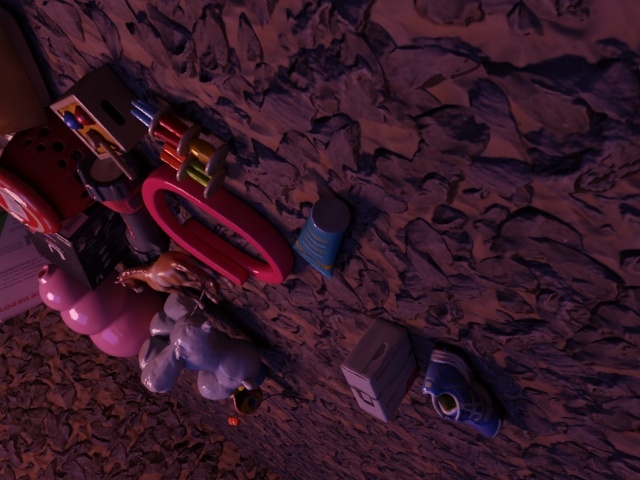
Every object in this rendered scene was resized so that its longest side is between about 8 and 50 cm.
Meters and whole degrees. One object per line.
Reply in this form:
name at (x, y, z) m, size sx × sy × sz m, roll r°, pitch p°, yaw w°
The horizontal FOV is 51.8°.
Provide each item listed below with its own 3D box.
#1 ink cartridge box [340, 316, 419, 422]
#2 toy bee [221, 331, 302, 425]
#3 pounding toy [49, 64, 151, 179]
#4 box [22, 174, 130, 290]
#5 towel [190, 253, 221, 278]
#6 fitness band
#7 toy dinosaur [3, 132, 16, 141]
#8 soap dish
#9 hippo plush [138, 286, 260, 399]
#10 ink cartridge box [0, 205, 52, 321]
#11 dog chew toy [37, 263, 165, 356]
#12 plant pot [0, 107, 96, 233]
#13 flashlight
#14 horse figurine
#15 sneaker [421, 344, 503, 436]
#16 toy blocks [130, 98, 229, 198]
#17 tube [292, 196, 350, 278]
ink cartridge box at (0.103, 0.216, 1.098) m, size 0.063 × 0.109 × 0.150 m, roll 22°, pitch 151°, yaw 34°
toy bee at (-0.203, 0.382, 1.691) m, size 0.298 × 0.162 × 0.195 m, roll 34°, pitch 152°, yaw 5°
pounding toy at (-0.322, -0.170, 0.990) m, size 0.130 × 0.100 × 0.141 m, roll 0°, pitch 136°, yaw 51°
box at (-0.532, -0.029, 1.432) m, size 0.165 × 0.143 × 0.270 m, roll 33°, pitch 154°, yaw 7°
towel at (-0.220, 0.031, 1.278) m, size 0.067 × 0.029 × 0.119 m, roll 30°, pitch 152°, yaw 7°
fitness band at (-0.175, -0.020, 1.121) m, size 0.290 × 0.054 × 0.209 m, roll 33°, pitch 151°, yaw 6°
toy dinosaur at (-0.695, -0.276, 1.323) m, size 0.268 × 0.064 × 0.118 m, roll 37°, pitch 161°, yaw 7°
soap dish at (-0.602, -0.315, 1.075) m, size 0.290 × 0.118 × 0.229 m, roll 31°, pitch 154°, yaw 13°
hippo plush at (-0.257, 0.243, 1.544) m, size 0.236 × 0.234 × 0.294 m, roll 31°, pitch 117°, yaw -31°
ink cartridge box at (-0.760, 0.027, 1.612) m, size 0.121 × 0.211 × 0.289 m, roll 33°, pitch 134°, yaw 34°
dog chew toy at (-0.546, 0.155, 1.637) m, size 0.206 × 0.207 × 0.332 m, roll 6°, pitch 155°, yaw 46°
plant pot at (-0.502, -0.118, 1.220) m, size 0.191 × 0.174 × 0.191 m, roll 26°, pitch 153°, yaw 15°
flashlight at (-0.357, -0.059, 1.229) m, size 0.103 × 0.103 × 0.304 m, roll -4°, pitch 154°, yaw -3°
horse figurine at (-0.281, 0.076, 1.299) m, size 0.174 × 0.066 × 0.263 m, roll 33°, pitch 152°, yaw -23°
sneaker at (0.222, 0.258, 1.054) m, size 0.080 × 0.081 × 0.211 m, roll -2°, pitch 136°, yaw 50°
toy blocks at (-0.209, -0.138, 0.958) m, size 0.148 × 0.054 × 0.123 m, roll 34°, pitch 153°, yaw 4°
tube at (0.000, 0.000, 0.948) m, size 0.080 × 0.052 × 0.207 m, roll 44°, pitch 161°, yaw 9°
